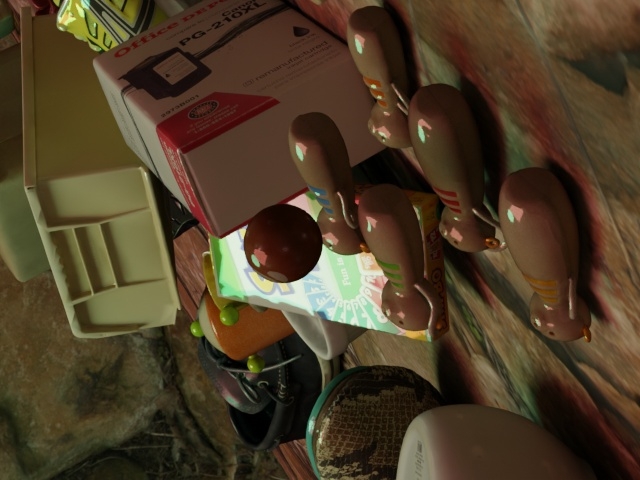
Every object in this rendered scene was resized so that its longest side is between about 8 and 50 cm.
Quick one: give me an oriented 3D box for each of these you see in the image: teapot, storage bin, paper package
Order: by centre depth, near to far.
[{"bbox_3d":[0.164,0.254,1.378,0.256,0.187,0.252,-95,10,-45],"label":"teapot"},{"bbox_3d":[-0.231,-0.074,1.782,0.260,0.123,0.262,83,177,-49],"label":"storage bin"},{"bbox_3d":[-0.308,-0.127,2.114,0.168,0.309,0.325,59,168,17],"label":"paper package"}]

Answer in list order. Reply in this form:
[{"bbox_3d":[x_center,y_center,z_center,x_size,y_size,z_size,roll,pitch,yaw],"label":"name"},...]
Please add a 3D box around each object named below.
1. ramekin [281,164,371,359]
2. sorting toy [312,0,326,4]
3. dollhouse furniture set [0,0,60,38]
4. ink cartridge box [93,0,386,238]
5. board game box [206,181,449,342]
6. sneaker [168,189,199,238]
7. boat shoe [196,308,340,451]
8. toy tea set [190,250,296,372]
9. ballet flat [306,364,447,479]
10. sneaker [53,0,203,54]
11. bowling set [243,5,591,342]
[{"bbox_3d":[0.000,0.000,1.602,0.207,0.109,0.207,56,169,17],"label":"ramekin"},{"bbox_3d":[-0.058,-0.317,1.083,0.257,0.089,0.255,45,162,52],"label":"sorting toy"},{"bbox_3d":[-0.422,-0.286,2.061,0.152,0.374,0.201,53,166,14],"label":"dollhouse furniture set"},{"bbox_3d":[-0.075,-0.121,1.452,0.237,0.172,0.100,44,159,55],"label":"ink cartridge box"},{"bbox_3d":[-0.008,0.005,1.448,0.259,0.039,0.124,11,118,38],"label":"board game box"},{"bbox_3d":[-0.142,-0.082,2.068,0.107,0.124,0.283,57,144,-4],"label":"sneaker"},{"bbox_3d":[-0.077,0.142,2.207,0.187,0.156,0.500,56,167,28],"label":"boat shoe"},{"bbox_3d":[-0.119,-0.022,1.829,0.200,0.124,0.336,50,-156,-54],"label":"toy tea set"},{"bbox_3d":[0.117,0.268,1.752,0.182,0.164,0.483,31,164,21],"label":"ballet flat"},{"bbox_3d":[-0.171,-0.218,1.607,0.145,0.147,0.385,-95,-10,-57],"label":"sneaker"},{"bbox_3d":[0.040,-0.015,1.183,0.287,0.200,0.154,55,170,43],"label":"bowling set"}]
